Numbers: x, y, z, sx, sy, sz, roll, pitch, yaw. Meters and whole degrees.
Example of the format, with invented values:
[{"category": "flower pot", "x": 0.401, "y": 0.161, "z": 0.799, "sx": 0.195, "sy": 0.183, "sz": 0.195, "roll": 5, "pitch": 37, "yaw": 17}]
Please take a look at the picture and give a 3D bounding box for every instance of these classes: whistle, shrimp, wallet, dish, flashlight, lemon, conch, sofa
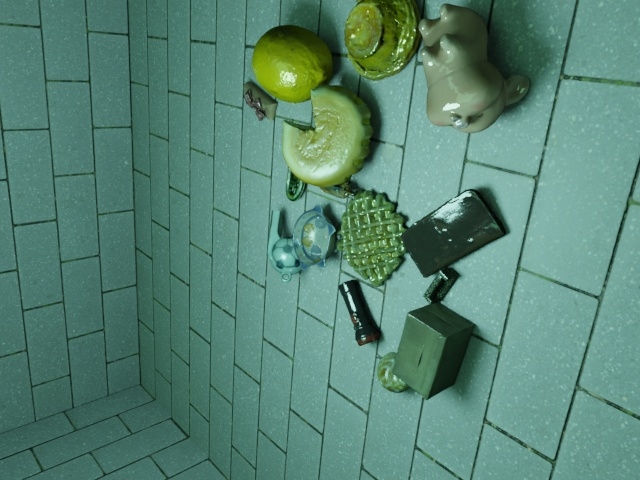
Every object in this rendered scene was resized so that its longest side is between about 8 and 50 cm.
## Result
[{"category": "whistle", "x": -0.123, "y": 0.027, "z": 2.123, "sx": 0.163, "sy": 0.163, "sz": 0.290, "roll": -22, "pitch": 57, "yaw": 49}, {"category": "shrimp", "x": 0.060, "y": -0.217, "z": 1.882, "sx": 0.251, "sy": 0.052, "sz": 0.143, "roll": 37, "pitch": 114, "yaw": 47}, {"category": "wallet", "x": 0.374, "y": -0.019, "z": 1.585, "sx": 0.309, "sy": 0.042, "sz": 0.165, "roll": -38, "pitch": 79, "yaw": 44}, {"category": "dish", "x": 0.000, "y": 0.000, "z": 1.993, "sx": 0.228, "sy": 0.086, "sz": 0.236, "roll": 55, "pitch": 127, "yaw": 33}, {"category": "flashlight", "x": 0.130, "y": 0.252, "z": 1.920, "sx": 0.093, "sy": 0.093, "sz": 0.232, "roll": -35, "pitch": 73, "yaw": 47}, {"category": "lemon", "x": -0.093, "y": -0.591, "z": 1.835, "sx": 0.284, "sy": 0.260, "sz": 0.260, "roll": 23, "pitch": 121, "yaw": 11}, {"category": "conch", "x": 0.247, "y": 0.451, "z": 1.830, "sx": 0.116, "sy": 0.106, "sz": 0.173, "roll": -56, "pitch": 42, "yaw": 19}, {"category": "sofa", "x": 0.363, "y": 0.137, "z": 1.643, "sx": 0.039, "sy": 0.060, "sz": 0.118, "roll": 51, "pitch": 133, "yaw": 32}]

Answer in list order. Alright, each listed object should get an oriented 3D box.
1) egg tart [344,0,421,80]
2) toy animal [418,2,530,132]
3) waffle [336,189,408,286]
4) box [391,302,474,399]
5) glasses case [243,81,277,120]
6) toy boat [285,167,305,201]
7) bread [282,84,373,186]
[{"category": "egg tart", "x": 0.164, "y": -0.624, "z": 1.627, "sx": 0.294, "sy": 0.123, "sz": 0.294, "roll": 14, "pitch": 110, "yaw": 44}, {"category": "toy animal", "x": 0.360, "y": -0.431, "z": 1.393, "sx": 0.237, "sy": 0.269, "sz": 0.326, "roll": -21, "pitch": 51, "yaw": 49}, {"category": "waffle", "x": 0.166, "y": -0.011, "z": 1.834, "sx": 0.292, "sy": 0.056, "sz": 0.309, "roll": 48, "pitch": 133, "yaw": 29}, {"category": "box", "x": 0.336, "y": 0.332, "z": 1.652, "sx": 0.149, "sy": 0.155, "sz": 0.231, "roll": 32, "pitch": 123, "yaw": 40}, {"category": "glasses case", "x": -0.258, "y": -0.544, "z": 2.170, "sx": 0.193, "sy": 0.070, "sz": 0.102, "roll": 46, "pitch": 132, "yaw": 32}, {"category": "toy boat", "x": -0.092, "y": -0.249, "z": 2.069, "sx": 0.104, "sy": 0.052, "sz": 0.210, "roll": 30, "pitch": 121, "yaw": 38}, {"category": "bread", "x": 0.031, "y": -0.334, "z": 1.796, "sx": 0.333, "sy": 0.160, "sz": 0.333, "roll": 3, "pitch": 97, "yaw": 24}]
